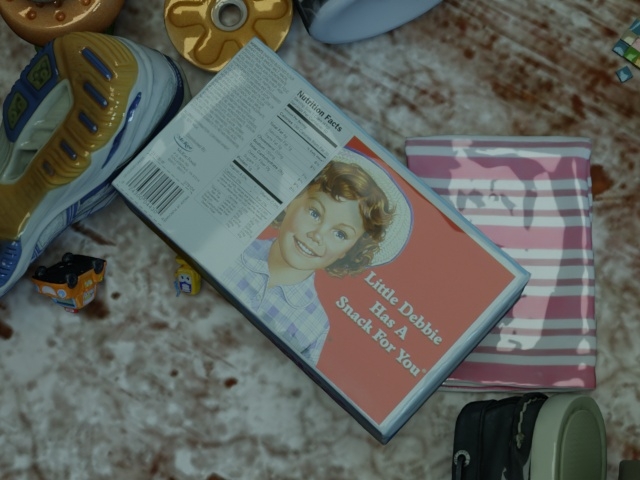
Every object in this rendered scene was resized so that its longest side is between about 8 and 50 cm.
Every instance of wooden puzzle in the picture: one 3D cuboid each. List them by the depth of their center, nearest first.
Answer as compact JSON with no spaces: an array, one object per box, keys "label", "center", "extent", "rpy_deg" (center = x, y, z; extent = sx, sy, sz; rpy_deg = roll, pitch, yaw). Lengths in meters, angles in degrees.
[{"label":"wooden puzzle","center":[0.259,-0.152,1.092],"extent":[0.049,0.006,0.083],"rpy_deg":[38,86,9]}]

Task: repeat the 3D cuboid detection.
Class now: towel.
[{"label":"towel","center":[0.134,0.015,1.064],"extent":[0.144,0.029,0.197],"rpy_deg":[0,81,4]}]

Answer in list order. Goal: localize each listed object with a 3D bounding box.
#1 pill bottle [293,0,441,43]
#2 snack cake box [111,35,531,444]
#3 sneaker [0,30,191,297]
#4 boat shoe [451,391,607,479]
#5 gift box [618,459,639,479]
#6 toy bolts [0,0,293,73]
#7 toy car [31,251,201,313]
[{"label":"pill bottle","center":[0.005,-0.284,1.073],"extent":[0.130,0.130,0.245],"rpy_deg":[-23,79,1]},{"label":"snack cake box","center":[0.000,0.000,1.020],"extent":[0.264,0.089,0.152],"rpy_deg":[42,82,11]},{"label":"sneaker","center":[-0.208,-0.031,1.059],"extent":[0.296,0.131,0.112],"rpy_deg":[-39,75,23]},{"label":"boat shoe","center":[0.118,0.271,0.985],"extent":[0.113,0.127,0.340],"rpy_deg":[3,88,35]},{"label":"gift box","center":[0.321,0.250,0.894],"extent":[0.276,0.258,0.255],"rpy_deg":[2,81,6]},{"label":"toy bolts","center":[-0.124,-0.243,1.061],"extent":[0.218,0.158,0.228],"rpy_deg":[10,82,6]},{"label":"toy car","center":[-0.152,0.037,1.072],"extent":[0.122,0.060,0.040],"rpy_deg":[4,112,12]}]
